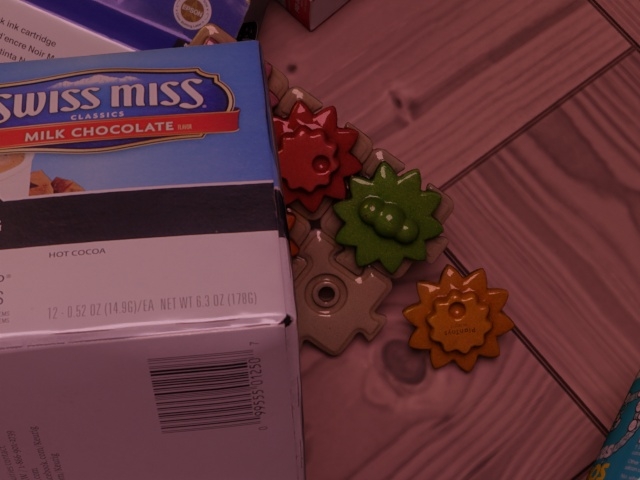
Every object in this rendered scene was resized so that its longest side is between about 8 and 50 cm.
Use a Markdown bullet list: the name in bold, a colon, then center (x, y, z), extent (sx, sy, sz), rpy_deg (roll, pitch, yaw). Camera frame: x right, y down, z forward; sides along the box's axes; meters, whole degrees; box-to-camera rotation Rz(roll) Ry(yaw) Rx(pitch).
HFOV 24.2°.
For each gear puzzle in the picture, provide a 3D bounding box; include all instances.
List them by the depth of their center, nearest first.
- **gear puzzle**: center (0.000, 0.000, 1.134), extent (0.339, 0.044, 0.175), rpy_deg (36, 102, -10)

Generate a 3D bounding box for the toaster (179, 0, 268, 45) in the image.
- **toaster**: center (-0.132, -0.221, 1.211), extent (0.186, 0.110, 0.168), rpy_deg (22, 106, 8)

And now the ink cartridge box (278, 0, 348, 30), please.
- **ink cartridge box**: center (-0.019, -0.265, 1.289), extent (0.099, 0.056, 0.135), rpy_deg (-42, 75, -14)

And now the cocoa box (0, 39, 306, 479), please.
- **cocoa box**: center (-0.131, 0.074, 0.977), extent (0.232, 0.347, 0.228), rpy_deg (-5, 50, -2)

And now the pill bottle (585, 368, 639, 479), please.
- **pill bottle**: center (0.269, 0.177, 1.068), extent (0.146, 0.146, 0.264), rpy_deg (27, 70, 10)

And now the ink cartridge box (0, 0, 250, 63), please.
- **ink cartridge box**: center (-0.195, -0.124, 1.153), extent (0.223, 0.045, 0.224), rpy_deg (22, 106, -3)
